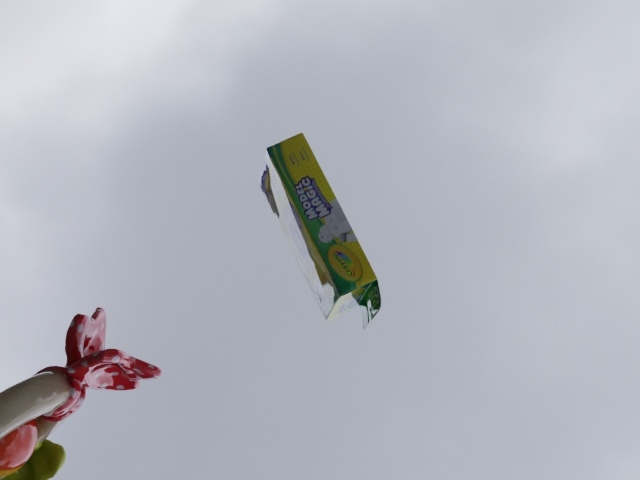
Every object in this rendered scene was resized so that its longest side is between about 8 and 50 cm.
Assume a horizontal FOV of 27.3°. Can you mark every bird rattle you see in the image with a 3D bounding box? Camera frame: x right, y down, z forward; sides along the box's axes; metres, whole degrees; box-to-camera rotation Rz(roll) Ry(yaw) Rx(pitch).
[{"bbox_3d":[-0.281,0.179,1.256,0.253,0.207,0.143,-34,-94,31],"label":"bird rattle"}]

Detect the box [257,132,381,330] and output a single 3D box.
[{"bbox_3d":[0.000,0.000,1.231,0.043,0.105,0.179,-26,-102,-14],"label":"box"}]
